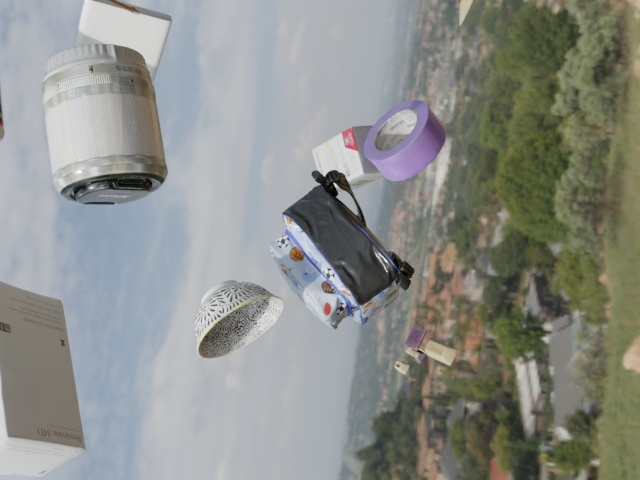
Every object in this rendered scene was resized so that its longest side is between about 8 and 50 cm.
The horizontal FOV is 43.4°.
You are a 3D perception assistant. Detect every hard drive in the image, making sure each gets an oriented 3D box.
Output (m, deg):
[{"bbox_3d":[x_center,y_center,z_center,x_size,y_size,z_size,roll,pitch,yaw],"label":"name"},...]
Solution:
[{"bbox_3d":[-0.579,-0.499,2.261,0.047,0.232,0.353,-107,35,-46],"label":"hard drive"}]

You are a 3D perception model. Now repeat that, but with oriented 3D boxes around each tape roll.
[{"bbox_3d":[0.201,-0.239,1.918,0.080,0.189,0.189,41,-139,-32],"label":"tape roll"}]

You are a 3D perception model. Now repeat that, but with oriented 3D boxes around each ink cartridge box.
[{"bbox_3d":[0.088,-0.213,2.114,0.176,0.127,0.128,-21,82,50],"label":"ink cartridge box"}]

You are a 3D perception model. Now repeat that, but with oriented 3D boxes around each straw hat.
[{"bbox_3d":[0.233,-0.435,1.344,0.144,0.061,0.145,22,-90,-90],"label":"straw hat"}]

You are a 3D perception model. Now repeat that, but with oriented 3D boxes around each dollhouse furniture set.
[{"bbox_3d":[0.213,0.226,1.481,0.114,0.081,0.091,18,78,56],"label":"dollhouse furniture set"}]

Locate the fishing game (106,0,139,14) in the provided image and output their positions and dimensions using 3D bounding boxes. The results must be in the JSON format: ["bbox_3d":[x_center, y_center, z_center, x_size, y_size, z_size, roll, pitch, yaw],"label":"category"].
[{"bbox_3d":[-0.400,-0.433,1.216,0.041,0.264,0.189,-57,-28,13],"label":"fishing game"}]

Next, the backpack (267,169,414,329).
[{"bbox_3d":[0.039,0.048,1.523,0.277,0.213,0.263,55,-177,20],"label":"backpack"}]

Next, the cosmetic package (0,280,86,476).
[{"bbox_3d":[-0.662,0.299,1.742,0.217,0.156,0.385,29,-149,-54],"label":"cosmetic package"}]

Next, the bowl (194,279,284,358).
[{"bbox_3d":[-0.155,0.121,1.383,0.080,0.170,0.170,55,163,23],"label":"bowl"}]

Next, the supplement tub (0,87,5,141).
[{"bbox_3d":[-0.908,-0.377,2.032,0.191,0.191,0.272,79,-178,-81],"label":"supplement tub"}]

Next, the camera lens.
[{"bbox_3d":[-0.425,-0.218,1.582,0.219,0.219,0.275,79,180,-81],"label":"camera lens"}]
